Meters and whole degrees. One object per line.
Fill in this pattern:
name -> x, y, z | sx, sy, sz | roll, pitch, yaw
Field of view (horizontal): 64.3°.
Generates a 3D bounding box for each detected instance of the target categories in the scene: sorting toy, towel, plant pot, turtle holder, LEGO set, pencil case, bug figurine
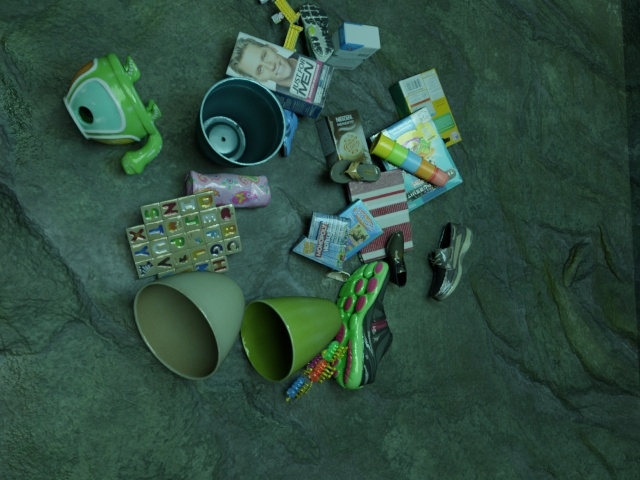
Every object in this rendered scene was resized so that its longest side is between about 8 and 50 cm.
sorting toy -> 0.072, 0.125, 1.908 | 0.083, 0.075, 0.045 | 20, 78, -25
towel -> 0.236, -0.097, 1.985 | 0.237, 0.037, 0.329 | -14, 103, -17
plant pot -> -0.284, -0.356, 1.660 | 0.271, 0.255, 0.272 | 2, 86, -26
turtle holder -> -0.612, -0.385, 1.536 | 0.227, 0.243, 0.320 | -28, 140, -11
LEGO set -> -0.123, -0.776, 1.877 | 0.132, 0.107, 0.287 | -15, 100, 8
pencil case -> -0.309, -0.171, 1.715 | 0.284, 0.124, 0.124 | -1, 87, -27
bug figurine -> -0.020, 0.447, 1.764 | 0.072, 0.279, 0.216 | 43, 49, 3
plant pot -> -0.073, 0.300, 1.740 | 0.293, 0.275, 0.275 | -14, 93, -43

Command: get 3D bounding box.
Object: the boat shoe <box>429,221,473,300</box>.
boat shoe -> 0.514, 0.081, 2.118 | 0.130, 0.132, 0.355 | 30, 65, -12

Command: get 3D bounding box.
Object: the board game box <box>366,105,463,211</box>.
board game box -> 0.377, -0.322, 2.034 | 0.254, 0.079, 0.336 | -30, 100, 0

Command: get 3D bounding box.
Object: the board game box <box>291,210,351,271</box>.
board game box -> 0.000, 0.000, 1.846 | 0.194, 0.060, 0.194 | 10, 101, -10

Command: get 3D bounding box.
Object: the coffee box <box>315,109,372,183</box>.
coffee box -> 0.093, -0.354, 1.935 | 0.141, 0.098, 0.246 | -19, 96, -26

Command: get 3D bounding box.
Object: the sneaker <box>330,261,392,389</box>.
sneaker -> 0.170, 0.313, 1.915 | 0.202, 0.185, 0.483 | 21, 80, -42

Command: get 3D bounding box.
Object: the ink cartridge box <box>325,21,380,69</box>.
ink cartridge box -> 0.106, -0.723, 1.910 | 0.148, 0.203, 0.086 | -4, 87, -27

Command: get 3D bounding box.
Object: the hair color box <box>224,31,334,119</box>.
hair color box -> -0.144, -0.572, 1.780 | 0.347, 0.105, 0.174 | 16, 76, -10

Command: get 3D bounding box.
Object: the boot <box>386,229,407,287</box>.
boot -> 0.307, 0.075, 1.961 | 0.082, 0.106, 0.219 | -8, 119, -21

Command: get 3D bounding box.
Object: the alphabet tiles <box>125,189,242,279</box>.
alphabet tiles -> -0.429, -0.001, 1.637 | 0.342, 0.011, 0.285 | -16, 113, -21

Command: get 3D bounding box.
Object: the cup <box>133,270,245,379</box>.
cup -> -0.367, 0.225, 1.575 | 0.237, 0.331, 0.331 | -38, 105, -51

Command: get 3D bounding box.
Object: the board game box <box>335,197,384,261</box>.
board game box -> 0.107, -0.033, 1.911 | 0.210, 0.047, 0.160 | -36, 104, 0

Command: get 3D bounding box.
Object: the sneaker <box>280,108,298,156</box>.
sneaker -> -0.112, -0.408, 1.851 | 0.082, 0.069, 0.209 | -2, 86, -22

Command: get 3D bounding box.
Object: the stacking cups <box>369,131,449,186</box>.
stacking cups -> 0.348, -0.307, 1.948 | 0.316, 0.096, 0.096 | 24, 76, -9

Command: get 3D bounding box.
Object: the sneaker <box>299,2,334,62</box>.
sneaker -> -0.030, -0.768, 1.900 | 0.107, 0.110, 0.275 | -1, 68, -21

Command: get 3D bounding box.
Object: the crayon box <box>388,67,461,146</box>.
crayon box -> 0.440, -0.529, 2.131 | 0.203, 0.083, 0.323 | -27, 98, -25

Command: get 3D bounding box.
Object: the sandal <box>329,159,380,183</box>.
sandal -> 0.134, -0.250, 1.863 | 0.219, 0.060, 0.090 | 2, 89, -26
